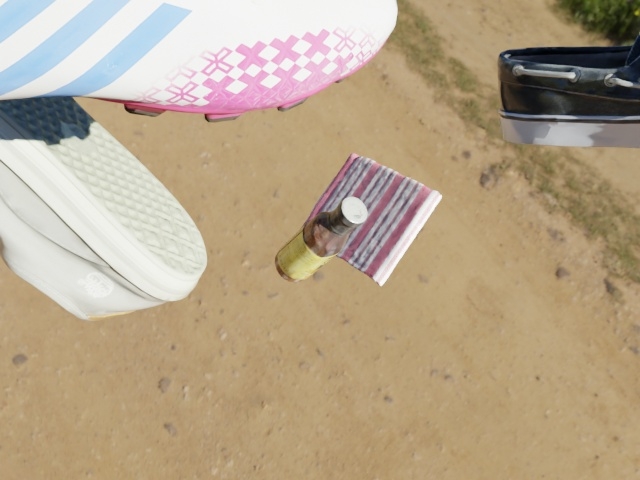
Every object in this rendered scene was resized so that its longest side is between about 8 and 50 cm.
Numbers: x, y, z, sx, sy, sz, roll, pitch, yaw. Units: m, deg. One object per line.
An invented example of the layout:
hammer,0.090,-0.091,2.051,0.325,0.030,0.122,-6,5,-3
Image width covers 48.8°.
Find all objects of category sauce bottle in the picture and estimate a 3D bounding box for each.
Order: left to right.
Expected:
sauce bottle,0.000,0.000,0.647,0.042,0.128,0.042,12,63,-24

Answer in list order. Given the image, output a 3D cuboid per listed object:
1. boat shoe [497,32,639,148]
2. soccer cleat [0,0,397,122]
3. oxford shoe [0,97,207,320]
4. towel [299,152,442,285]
boat shoe,0.308,-0.148,0.633,0.306,0.105,0.113,8,31,40
soccer cleat,-0.099,-0.134,0.349,0.331,0.143,0.116,-11,62,-20
oxford shoe,-0.290,-0.098,0.610,0.449,0.130,0.169,49,21,-9
towel,0.065,-0.034,0.970,0.029,0.144,0.197,35,-1,-42
